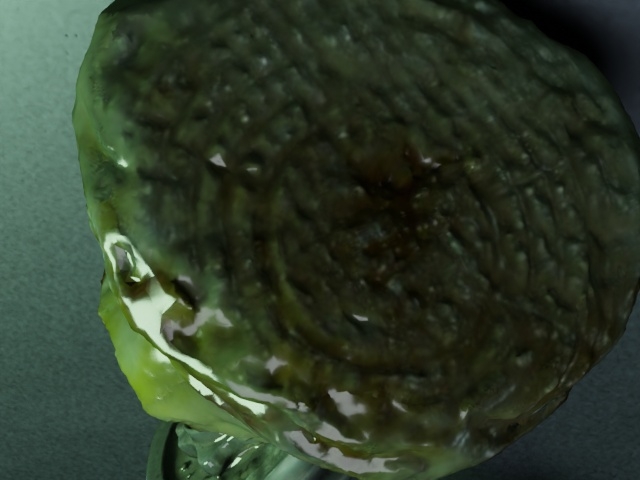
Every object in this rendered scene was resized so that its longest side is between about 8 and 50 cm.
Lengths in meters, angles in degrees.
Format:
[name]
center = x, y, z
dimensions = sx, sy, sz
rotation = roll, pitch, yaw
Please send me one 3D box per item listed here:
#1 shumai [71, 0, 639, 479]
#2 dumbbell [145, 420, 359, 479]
[shumai]
center = 0.000, 0.000, 1.062
dimensions = 0.304, 0.309, 0.263
rotation = -13, 168, -21
[dumbbell]
center = 0.047, 0.204, 1.267
dimensions = 0.179, 0.179, 0.406
rotation = -28, 123, 33
